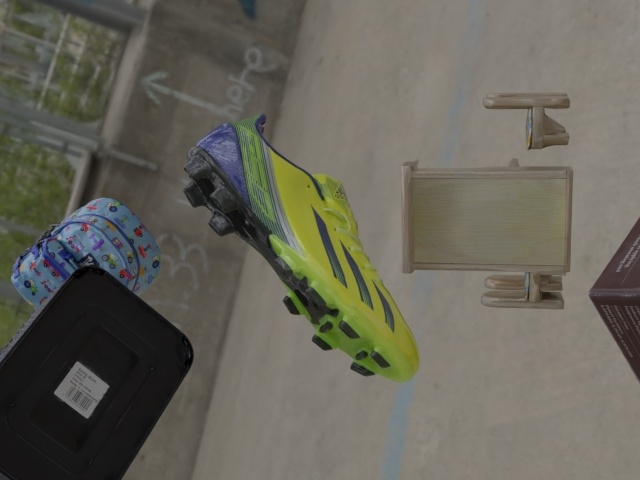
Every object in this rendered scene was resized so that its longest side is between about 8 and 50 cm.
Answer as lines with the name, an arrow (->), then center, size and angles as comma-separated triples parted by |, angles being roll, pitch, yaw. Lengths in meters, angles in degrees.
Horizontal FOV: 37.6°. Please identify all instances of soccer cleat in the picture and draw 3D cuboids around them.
soccer cleat -> 0.000, -0.001, 0.838 | 0.121, 0.289, 0.093 | -38, -13, -24

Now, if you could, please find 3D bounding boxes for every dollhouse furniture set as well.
dollhouse furniture set -> 0.290, -0.063, 1.604 | 0.394, 0.257, 0.362 | -41, -49, -73

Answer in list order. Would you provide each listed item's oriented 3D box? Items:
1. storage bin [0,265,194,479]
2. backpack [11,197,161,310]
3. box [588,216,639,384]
storage bin -> -0.197, 0.124, 0.731 | 0.084, 0.122, 0.180 | -35, 19, 45
backpack -> -0.315, 0.034, 1.294 | 0.173, 0.158, 0.117 | -34, 5, 28
box -> 0.431, 0.062, 0.987 | 0.168, 0.167, 0.203 | -47, 25, -28
